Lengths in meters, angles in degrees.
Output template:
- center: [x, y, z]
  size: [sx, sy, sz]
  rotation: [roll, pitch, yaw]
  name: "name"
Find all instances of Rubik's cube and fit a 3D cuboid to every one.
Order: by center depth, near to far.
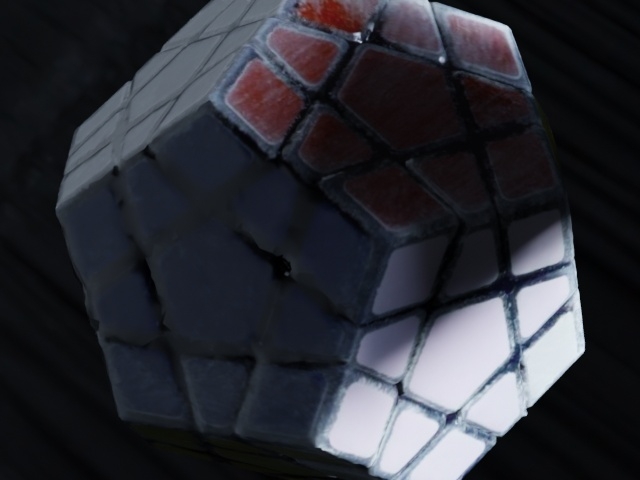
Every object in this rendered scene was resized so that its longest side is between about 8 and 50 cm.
- center: [0.000, 0.001, 1.018]
  size: [0.319, 0.319, 0.264]
  rotation: [-63, 163, 21]
  name: "Rubik's cube"

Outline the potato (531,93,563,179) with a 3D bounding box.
- center: [0.101, 0.023, 1.557]
  size: [0.269, 0.219, 0.359]
  rotation: [-100, -163, -49]
  name: "potato"
